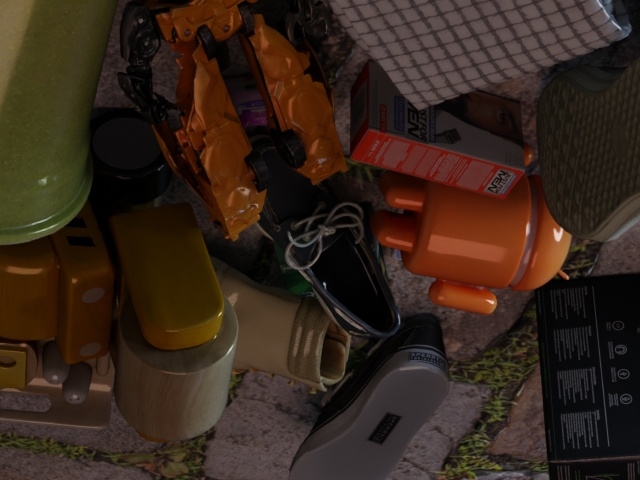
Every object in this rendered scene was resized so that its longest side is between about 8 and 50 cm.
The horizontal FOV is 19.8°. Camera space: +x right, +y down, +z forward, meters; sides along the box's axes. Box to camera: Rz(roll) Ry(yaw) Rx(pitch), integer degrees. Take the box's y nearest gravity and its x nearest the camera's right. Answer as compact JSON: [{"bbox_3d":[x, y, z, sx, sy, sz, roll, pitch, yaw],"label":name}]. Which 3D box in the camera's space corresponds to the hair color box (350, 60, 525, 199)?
[{"bbox_3d":[0.115,-0.109,1.806,0.167,0.093,0.053,14,140,-17],"label":"hair color box"}]

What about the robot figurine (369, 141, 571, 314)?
[{"bbox_3d":[0.164,-0.014,1.896,0.219,0.158,0.128,9,156,-9],"label":"robot figurine"}]

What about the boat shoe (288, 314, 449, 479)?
[{"bbox_3d":[0.055,0.201,2.197,0.113,0.105,0.306,18,133,-15],"label":"boat shoe"}]

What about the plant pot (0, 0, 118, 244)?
[{"bbox_3d":[-0.294,-0.180,1.616,0.276,0.276,0.254,16,129,-18],"label":"plant pot"}]

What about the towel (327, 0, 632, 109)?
[{"bbox_3d":[0.114,-0.262,1.591,0.235,0.121,0.284,-15,135,30],"label":"towel"}]

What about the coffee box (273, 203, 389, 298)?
[{"bbox_3d":[0.016,0.033,2.031,0.113,0.040,0.184,-4,142,6],"label":"coffee box"}]

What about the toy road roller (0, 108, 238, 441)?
[{"bbox_3d":[-0.239,0.048,1.831,0.240,0.329,0.202,-13,146,-18],"label":"toy road roller"}]

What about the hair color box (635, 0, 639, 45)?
[{"bbox_3d":[0.378,-0.324,1.508,0.185,0.114,0.374,2,141,0],"label":"hair color box"}]

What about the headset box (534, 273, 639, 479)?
[{"bbox_3d":[0.387,0.166,2.029,0.283,0.246,0.131,-6,141,7],"label":"headset box"}]

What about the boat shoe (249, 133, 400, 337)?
[{"bbox_3d":[0.000,0.000,1.891,0.095,0.079,0.254,-36,112,-16],"label":"boat shoe"}]

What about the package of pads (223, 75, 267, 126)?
[{"bbox_3d":[-0.056,-0.139,1.819,0.083,0.032,0.050,-6,137,7],"label":"package of pads"}]

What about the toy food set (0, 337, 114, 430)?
[{"bbox_3d":[-0.344,0.121,2.110,0.219,0.092,0.306,6,141,-7],"label":"toy food set"}]

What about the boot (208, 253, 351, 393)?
[{"bbox_3d":[-0.071,0.132,2.074,0.203,0.095,0.262,18,138,13],"label":"boot"}]

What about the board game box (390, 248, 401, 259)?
[{"bbox_3d":[0.131,-0.007,1.995,0.090,0.020,0.090,8,142,-11],"label":"board game box"}]

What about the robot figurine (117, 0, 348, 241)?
[{"bbox_3d":[-0.083,-0.150,1.701,0.211,0.085,0.291,-32,129,-15],"label":"robot figurine"}]

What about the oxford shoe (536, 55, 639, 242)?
[{"bbox_3d":[0.303,-0.094,1.655,0.130,0.169,0.449,-9,177,-14],"label":"oxford shoe"}]
